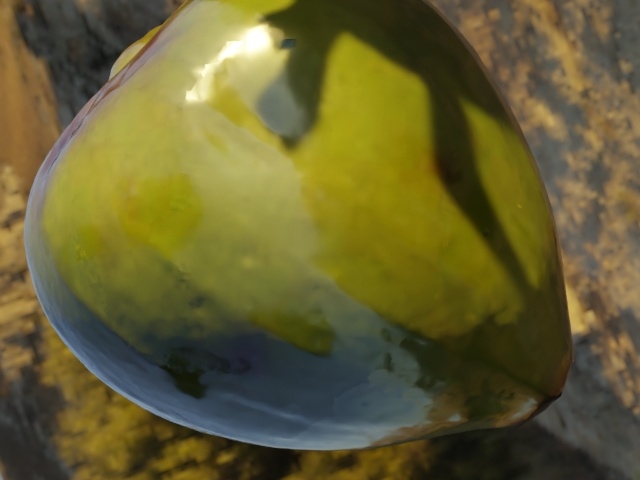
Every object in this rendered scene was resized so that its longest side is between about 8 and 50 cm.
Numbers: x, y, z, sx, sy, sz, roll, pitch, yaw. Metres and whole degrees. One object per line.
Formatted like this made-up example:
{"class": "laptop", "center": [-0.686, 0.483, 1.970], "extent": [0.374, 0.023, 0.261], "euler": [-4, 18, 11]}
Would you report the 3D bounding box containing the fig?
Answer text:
{"class": "fig", "center": [0.000, 0.000, 0.620], "extent": [0.225, 0.203, 0.203], "euler": [40, 167, 8]}
